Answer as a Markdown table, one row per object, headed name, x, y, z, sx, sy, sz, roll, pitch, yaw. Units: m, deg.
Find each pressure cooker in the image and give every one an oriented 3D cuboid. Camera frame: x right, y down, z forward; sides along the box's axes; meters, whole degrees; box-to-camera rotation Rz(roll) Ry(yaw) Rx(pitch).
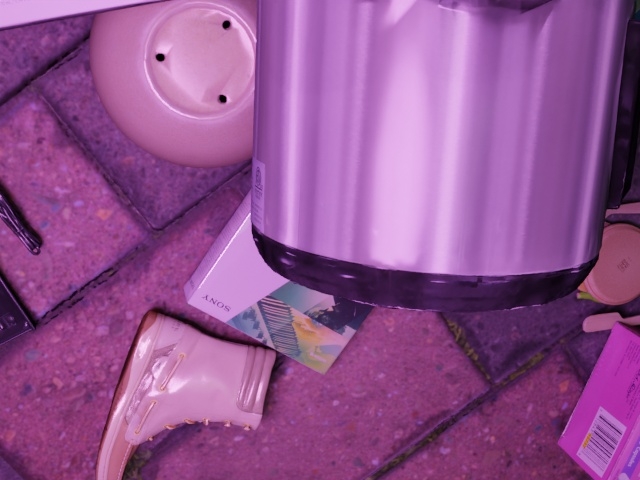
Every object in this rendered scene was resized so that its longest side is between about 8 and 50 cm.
| name | x | y | z | sx | sy | sz | roll | pitch | yaw |
| --- | --- | --- | --- | --- | --- | --- | --- | --- | --- |
| pressure cooker | 0.114 | -0.172 | 0.755 | 0.376 | 0.370 | 0.420 | -14 | 111 | -49 |

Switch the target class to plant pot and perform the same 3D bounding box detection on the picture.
| name | x | y | z | sx | sy | sz | roll | pitch | yaw |
| --- | --- | --- | --- | --- | --- | --- | --- | --- | --- |
| plant pot | -0.136 | -0.213 | 0.900 | 0.284 | 0.191 | 0.284 | -2 | 105 | -9 |

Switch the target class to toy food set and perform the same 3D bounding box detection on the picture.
| name | x | y | z | sx | sy | sz | roll | pitch | yaw |
| --- | --- | --- | --- | --- | --- | --- | --- | --- | --- |
| toy food set | 0.432 | 0.034 | 1.133 | 0.133 | 0.038 | 0.192 | -3 | 100 | -15 |

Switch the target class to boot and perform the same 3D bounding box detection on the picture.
| name | x | y | z | sx | sy | sz | roll | pitch | yaw |
| --- | --- | --- | --- | --- | --- | --- | --- | --- | --- |
| boot | -0.187 | 0.243 | 1.063 | 0.204 | 0.095 | 0.261 | 18 | 97 | -14 |

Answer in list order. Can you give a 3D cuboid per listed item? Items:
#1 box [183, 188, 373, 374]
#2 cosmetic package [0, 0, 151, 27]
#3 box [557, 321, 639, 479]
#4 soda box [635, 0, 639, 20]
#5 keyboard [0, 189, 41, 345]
| name | x | y | z | sx | sy | sz | roll | pitch | yaw |
| --- | --- | --- | --- | --- | --- | --- | --- | --- | --- |
| box | 0.000 | 0.000 | 1.028 | 0.232 | 0.058 | 0.322 | 31 | 100 | -24 |
| cosmetic package | -0.328 | -0.367 | 0.786 | 0.377 | 0.097 | 0.284 | 0 | 109 | 26 |
| box | 0.518 | 0.263 | 1.136 | 0.243 | 0.117 | 0.213 | 16 | 103 | -23 |
| soda box | 0.349 | -0.264 | 0.969 | 0.263 | 0.083 | 0.092 | 4 | 93 | -28 |
| keyboard | -0.468 | -0.008 | 0.987 | 0.202 | 0.033 | 0.317 | -26 | 108 | 5 |
